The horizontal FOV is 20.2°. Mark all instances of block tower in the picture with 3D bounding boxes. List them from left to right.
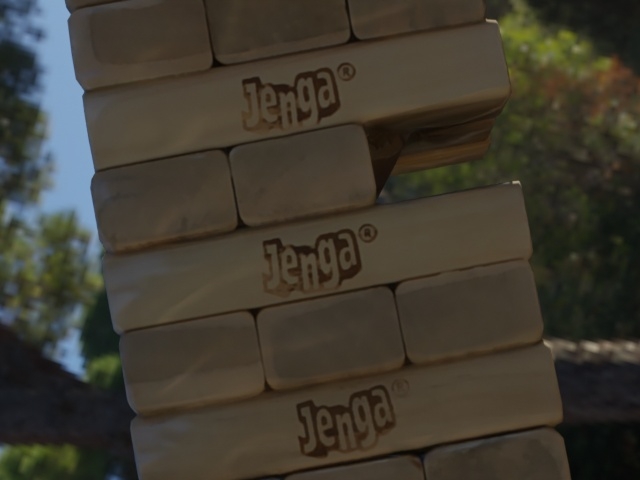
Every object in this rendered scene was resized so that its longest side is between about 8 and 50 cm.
[{"bbox_3d":[0.000,0.000,0.405,0.097,0.091,0.335,86,174,-83],"label":"block tower"}]
